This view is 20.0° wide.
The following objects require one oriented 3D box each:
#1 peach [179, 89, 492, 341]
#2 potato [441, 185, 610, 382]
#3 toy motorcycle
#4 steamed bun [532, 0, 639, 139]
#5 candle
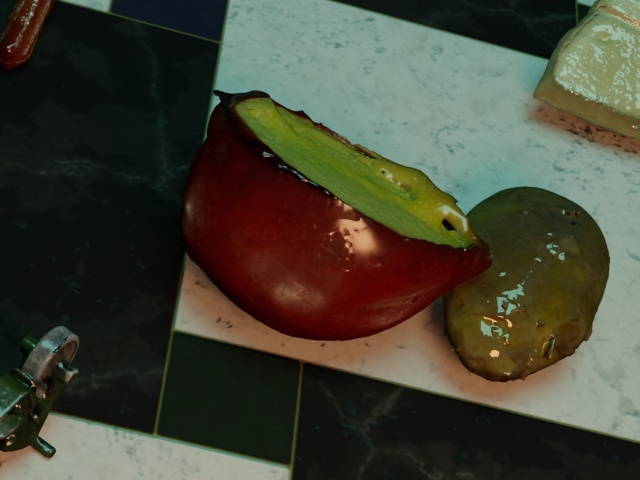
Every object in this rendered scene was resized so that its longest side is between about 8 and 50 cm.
[{"bbox_3d":[0.000,0.000,2.022,0.361,0.201,0.258,26,20,-4],"label":"peach"},{"bbox_3d":[0.234,0.048,2.108,0.191,0.141,0.296,23,46,4],"label":"potato"},{"bbox_3d":[-0.377,0.160,1.777,0.205,0.127,0.275,35,52,14],"label":"toy motorcycle"},{"bbox_3d":[0.410,-0.229,2.462,0.231,0.110,0.212,20,61,-6],"label":"steamed bun"},{"bbox_3d":[-0.348,-0.328,2.299,0.048,0.051,0.329,-4,44,18],"label":"candle"}]
